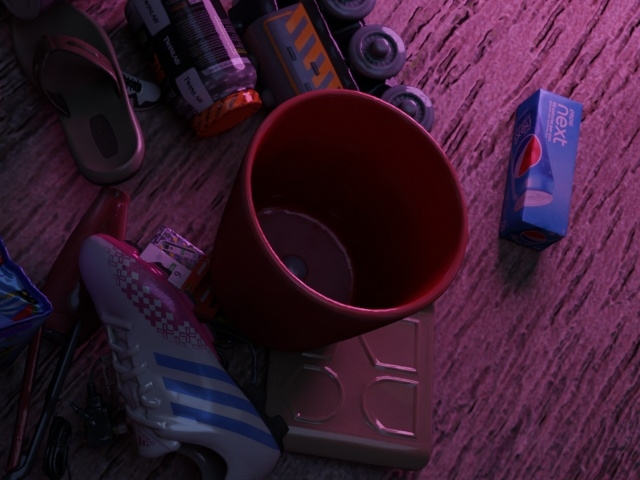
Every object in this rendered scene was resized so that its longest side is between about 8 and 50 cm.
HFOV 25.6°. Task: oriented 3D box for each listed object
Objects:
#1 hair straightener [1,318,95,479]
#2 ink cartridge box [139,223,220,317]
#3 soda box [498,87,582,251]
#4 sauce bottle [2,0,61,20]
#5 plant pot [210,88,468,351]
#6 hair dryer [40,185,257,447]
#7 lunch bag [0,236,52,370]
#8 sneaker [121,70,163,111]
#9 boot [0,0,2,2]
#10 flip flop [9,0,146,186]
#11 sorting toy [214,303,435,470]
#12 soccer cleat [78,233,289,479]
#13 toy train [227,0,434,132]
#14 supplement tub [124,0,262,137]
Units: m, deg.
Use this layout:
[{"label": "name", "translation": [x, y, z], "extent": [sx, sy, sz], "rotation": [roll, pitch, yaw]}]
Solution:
[{"label": "hair straightener", "translation": [-0.285, 0.194, 1.519], "extent": [0.089, 0.047, 0.230], "rotation": [13, 71, -15]}, {"label": "ink cartridge box", "translation": [-0.161, 0.039, 1.698], "extent": [0.115, 0.029, 0.063], "rotation": [35, 54, -4]}, {"label": "soda box", "translation": [0.303, -0.097, 1.936], "extent": [0.071, 0.067, 0.210], "rotation": [19, 64, -16]}, {"label": "sauce bottle", "translation": [-0.252, -0.370, 1.742], "extent": [0.111, 0.111, 0.344], "rotation": [47, 50, -1]}, {"label": "plant pot", "translation": [0.000, 0.000, 1.628], "extent": [0.275, 0.243, 0.275], "rotation": [9, 65, -19]}, {"label": "hair dryer", "translation": [-0.217, 0.079, 1.637], "extent": [0.223, 0.080, 0.293], "rotation": [-18, 88, -25]}, {"label": "lunch bag", "translation": [-0.449, 0.120, 1.440], "extent": [0.293, 0.221, 0.138], "rotation": [-32, 86, -30]}, {"label": "sneaker", "translation": [-0.245, -0.189, 1.746], "extent": [0.109, 0.044, 0.040], "rotation": [8, 66, -22]}, {"label": "boot", "translation": [-0.369, -0.413, 1.756], "extent": [0.236, 0.089, 0.269], "rotation": [11, 68, -12]}, {"label": "flip flop", "translation": [-0.290, -0.186, 1.662], "extent": [0.112, 0.080, 0.277], "rotation": [-27, 64, 1]}, {"label": "sorting toy", "translation": [-0.009, 0.151, 1.729], "extent": [0.307, 0.041, 0.229], "rotation": [11, 64, -13]}, {"label": "soccer cleat", "translation": [-0.174, 0.147, 1.533], "extent": [0.143, 0.116, 0.331], "rotation": [-42, 98, -25]}, {"label": "toy train", "translation": [0.012, -0.204, 1.816], "extent": [0.190, 0.142, 0.334], "rotation": [-22, 81, -19]}, {"label": "supplement tub", "translation": [-0.155, -0.232, 1.758], "extent": [0.117, 0.117, 0.190], "rotation": [-23, 81, -29]}]
